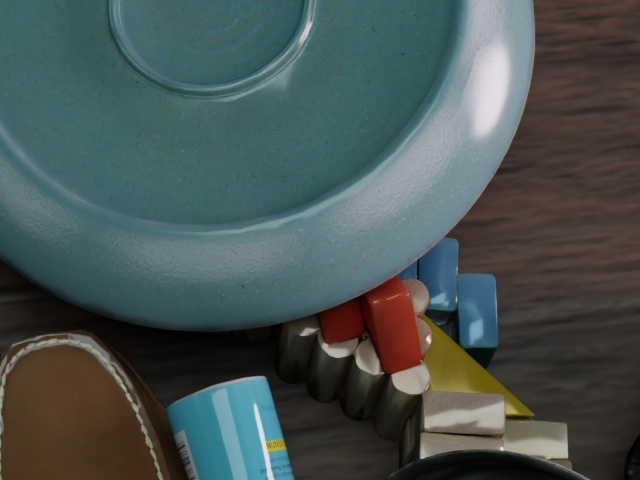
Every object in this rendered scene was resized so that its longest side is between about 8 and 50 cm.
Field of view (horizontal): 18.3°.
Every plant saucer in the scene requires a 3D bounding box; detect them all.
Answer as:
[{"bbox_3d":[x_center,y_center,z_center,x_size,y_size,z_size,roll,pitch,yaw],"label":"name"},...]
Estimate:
[{"bbox_3d":[-0.053,-0.111,0.988,0.317,0.044,0.317,-2,68,5],"label":"plant saucer"}]

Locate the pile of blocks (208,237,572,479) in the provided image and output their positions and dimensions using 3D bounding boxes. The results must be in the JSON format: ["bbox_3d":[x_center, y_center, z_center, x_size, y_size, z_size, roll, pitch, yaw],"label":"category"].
[{"bbox_3d":[0.000,0.000,1.022,0.362,0.112,0.149,37,71,9],"label":"pile of blocks"}]

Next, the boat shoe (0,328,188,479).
[{"bbox_3d":[-0.091,0.192,0.935,0.122,0.120,0.324,-13,71,-10],"label":"boat shoe"}]

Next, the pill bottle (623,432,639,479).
[{"bbox_3d":[0.229,0.099,0.989,0.123,0.123,0.219,32,83,7],"label":"pill bottle"}]

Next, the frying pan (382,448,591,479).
[{"bbox_3d":[0.150,0.215,0.920,0.326,0.197,0.053,28,28,18],"label":"frying pan"}]

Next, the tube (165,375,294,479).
[{"bbox_3d":[-0.021,0.170,0.953,0.052,0.080,0.207,-21,80,17],"label":"tube"}]
